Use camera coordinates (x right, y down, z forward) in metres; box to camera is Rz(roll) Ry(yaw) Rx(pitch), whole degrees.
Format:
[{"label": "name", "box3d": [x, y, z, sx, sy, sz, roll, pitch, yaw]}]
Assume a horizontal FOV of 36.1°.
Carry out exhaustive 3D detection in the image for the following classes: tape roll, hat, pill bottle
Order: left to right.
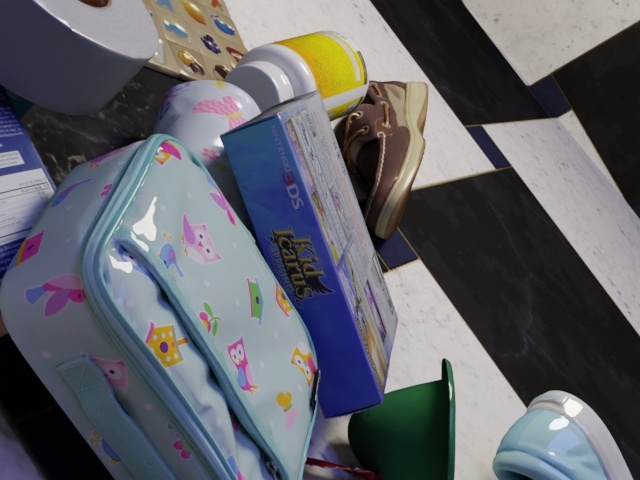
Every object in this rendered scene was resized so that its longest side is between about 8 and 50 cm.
[{"label": "tape roll", "box3d": [-0.235, -0.205, 0.788, 0.219, 0.072, 0.219, 42, 21, -20]}, {"label": "pill bottle", "box3d": [-0.032, -0.193, 1.227, 0.117, 0.117, 0.215, 52, 33, 4]}, {"label": "hat", "box3d": [0.034, 0.194, 0.945, 0.209, 0.183, 0.173, 86, 6, -51]}]

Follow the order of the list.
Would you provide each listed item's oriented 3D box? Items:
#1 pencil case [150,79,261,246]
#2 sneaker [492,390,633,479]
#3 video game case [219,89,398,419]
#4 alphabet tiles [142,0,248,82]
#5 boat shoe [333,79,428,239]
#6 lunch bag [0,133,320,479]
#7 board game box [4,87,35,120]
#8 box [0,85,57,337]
[{"label": "pencil case", "box3d": [-0.109, -0.042, 0.932, 0.124, 0.113, 0.273, 34, 30, -27]}, {"label": "sneaker", "box3d": [0.300, 0.356, 1.079, 0.150, 0.135, 0.366, -32, 87, -33]}, {"label": "video game case", "box3d": [0.000, 0.000, 0.950, 0.244, 0.061, 0.270, -61, 132, -75]}, {"label": "alphabet tiles", "box3d": [-0.213, -0.325, 1.253, 0.285, 0.011, 0.343, 13, 44, -51]}, {"label": "boat shoe", "box3d": [0.074, -0.128, 1.355, 0.123, 0.123, 0.342, 16, 40, -1]}, {"label": "lunch bag", "box3d": [-0.099, 0.080, 0.718, 0.279, 0.107, 0.224, 59, 20, -26]}, {"label": "board game box", "box3d": [-0.349, -0.267, 0.891, 0.253, 0.079, 0.336, 36, 30, -27]}, {"label": "box", "box3d": [-0.245, -0.047, 0.699, 0.225, 0.036, 0.136, 64, 18, -2]}]
